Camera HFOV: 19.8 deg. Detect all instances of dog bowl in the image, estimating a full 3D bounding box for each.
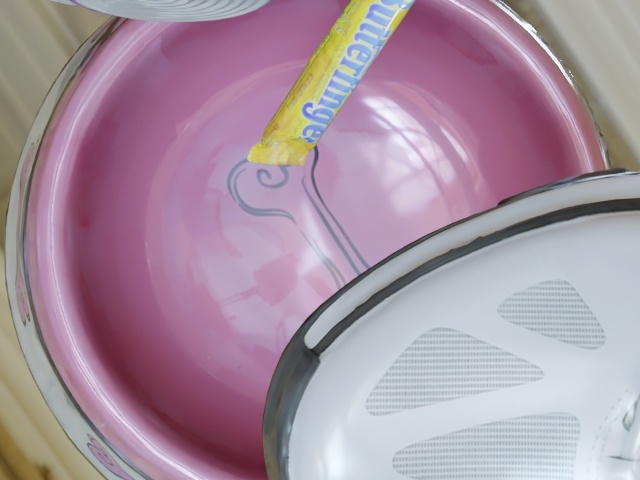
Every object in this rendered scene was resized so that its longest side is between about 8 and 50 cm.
[{"bbox_3d":[0.000,0.000,1.134,0.408,0.408,0.150,-35,179,-5],"label":"dog bowl"}]

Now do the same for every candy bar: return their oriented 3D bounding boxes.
[{"bbox_3d":[0.011,-0.094,0.977,0.040,0.018,0.161,2,142,-35],"label":"candy bar"}]

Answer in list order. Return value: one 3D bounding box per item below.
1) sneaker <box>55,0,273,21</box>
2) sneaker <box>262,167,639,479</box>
[{"bbox_3d":[-0.022,-0.189,0.818,0.305,0.152,0.114,-13,169,19],"label":"sneaker"},{"bbox_3d":[0.212,0.073,0.674,0.447,0.169,0.257,-5,-166,-9],"label":"sneaker"}]
